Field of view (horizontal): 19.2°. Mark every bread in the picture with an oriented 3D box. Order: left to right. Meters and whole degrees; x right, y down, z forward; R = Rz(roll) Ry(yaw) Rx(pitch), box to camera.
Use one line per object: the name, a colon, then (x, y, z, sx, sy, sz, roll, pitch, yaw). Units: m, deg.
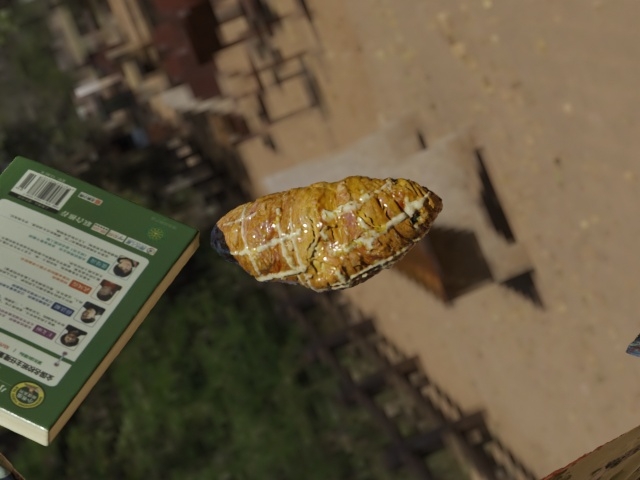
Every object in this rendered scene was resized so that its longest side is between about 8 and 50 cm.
bread: (0.000, 0.000, 1.750, 0.076, 0.233, 0.105, -65, -39, -53)

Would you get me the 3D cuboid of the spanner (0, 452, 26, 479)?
spanner: (-0.226, 0.146, 1.265, 0.087, 0.024, 0.316, 24, 159, 44)

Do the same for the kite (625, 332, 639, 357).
kite: (0.312, 0.079, 1.488, 0.285, 0.152, 0.015, 48, -126, -74)

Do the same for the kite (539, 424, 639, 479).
kite: (0.082, 0.135, 0.700, 0.013, 0.377, 0.327, 49, -177, 26)

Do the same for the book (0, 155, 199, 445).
book: (-0.259, 0.046, 1.702, 0.202, 0.264, 0.027, 23, 141, 14)
